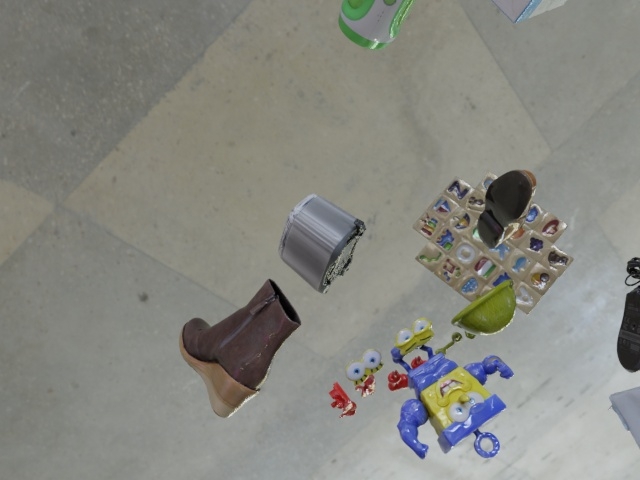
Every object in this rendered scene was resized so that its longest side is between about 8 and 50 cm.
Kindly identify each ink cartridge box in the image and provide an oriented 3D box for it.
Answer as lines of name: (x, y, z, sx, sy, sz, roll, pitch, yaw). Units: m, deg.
ink cartridge box: (0.347, -0.424, 1.086, 0.180, 0.104, 0.060, -28, 163, -33)

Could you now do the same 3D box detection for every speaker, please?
speaker: (0.140, -0.490, 1.198, 0.131, 0.131, 0.296, -1, 144, -30)

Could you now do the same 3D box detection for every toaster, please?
toaster: (0.000, 0.000, 1.481, 0.129, 0.146, 0.227, -45, 163, -37)

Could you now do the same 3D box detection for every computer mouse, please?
computer mouse: (0.786, 0.187, 1.607, 0.072, 0.188, 0.272, 8, 97, -10)

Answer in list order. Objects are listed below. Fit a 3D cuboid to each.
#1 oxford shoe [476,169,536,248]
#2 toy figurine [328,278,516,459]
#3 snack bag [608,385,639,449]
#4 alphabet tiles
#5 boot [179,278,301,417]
oxford shoe: (0.326, -0.064, 1.139, 0.076, 0.076, 0.212, -26, 159, -13)
toy figurine: (0.221, 0.244, 1.068, 0.363, 0.217, 0.191, -28, 147, -19)
snack bag: (0.699, 0.351, 1.097, 0.037, 0.323, 0.342, -13, 162, -48)
alphabet tiles: (0.404, 0.006, 1.602, 0.285, 0.342, 0.011, -49, 161, -5)
boot: (-0.133, 0.148, 1.120, 0.090, 0.248, 0.207, 28, 102, -36)
